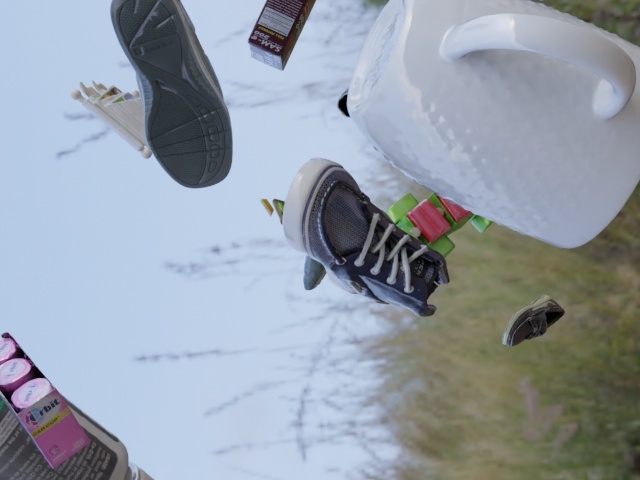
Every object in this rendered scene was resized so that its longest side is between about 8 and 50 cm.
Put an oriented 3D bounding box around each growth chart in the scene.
[{"bbox_3d":[-0.282,-0.188,2.027,0.172,0.021,0.237,42,-164,6],"label":"growth chart"}]

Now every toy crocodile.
[{"bbox_3d":[0.202,-0.051,2.024,0.340,0.105,0.115,-35,-98,-33],"label":"toy crocodile"}]

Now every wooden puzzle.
[{"bbox_3d":[-0.060,-0.053,2.626,0.116,0.014,0.078,11,-142,-36],"label":"wooden puzzle"}]

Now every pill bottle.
[{"bbox_3d":[-0.437,0.353,2.087,0.361,0.204,0.204,43,-141,-22],"label":"pill bottle"}]

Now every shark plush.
[{"bbox_3d":[0.000,0.000,2.129,0.067,0.073,0.161,-21,-50,-43],"label":"shark plush"}]

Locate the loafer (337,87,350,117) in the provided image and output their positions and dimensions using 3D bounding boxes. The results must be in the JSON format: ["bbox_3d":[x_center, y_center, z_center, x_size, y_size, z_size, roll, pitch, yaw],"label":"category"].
[{"bbox_3d":[0.124,-0.197,2.056,0.087,0.251,0.094,-24,-64,-38],"label":"loafer"}]

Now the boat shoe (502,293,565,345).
[{"bbox_3d":[0.363,0.138,2.231,0.152,0.049,0.056,-34,-39,-41],"label":"boat shoe"}]

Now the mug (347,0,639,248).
[{"bbox_3d":[0.230,-0.181,1.603,0.328,0.374,0.276,21,-106,-14],"label":"mug"}]

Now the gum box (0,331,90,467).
[{"bbox_3d":[-0.393,0.210,1.778,0.062,0.188,0.107,-35,-53,-16],"label":"gum box"}]

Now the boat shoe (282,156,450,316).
[{"bbox_3d":[0.072,0.002,1.695,0.127,0.158,0.340,-66,-21,-9],"label":"boat shoe"}]

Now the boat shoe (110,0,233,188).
[{"bbox_3d":[-0.193,-0.215,1.758,0.103,0.118,0.320,-89,-17,-55],"label":"boat shoe"}]

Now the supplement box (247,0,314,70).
[{"bbox_3d":[-0.052,-0.443,2.424,0.130,0.073,0.239,86,-150,-86],"label":"supplement box"}]
